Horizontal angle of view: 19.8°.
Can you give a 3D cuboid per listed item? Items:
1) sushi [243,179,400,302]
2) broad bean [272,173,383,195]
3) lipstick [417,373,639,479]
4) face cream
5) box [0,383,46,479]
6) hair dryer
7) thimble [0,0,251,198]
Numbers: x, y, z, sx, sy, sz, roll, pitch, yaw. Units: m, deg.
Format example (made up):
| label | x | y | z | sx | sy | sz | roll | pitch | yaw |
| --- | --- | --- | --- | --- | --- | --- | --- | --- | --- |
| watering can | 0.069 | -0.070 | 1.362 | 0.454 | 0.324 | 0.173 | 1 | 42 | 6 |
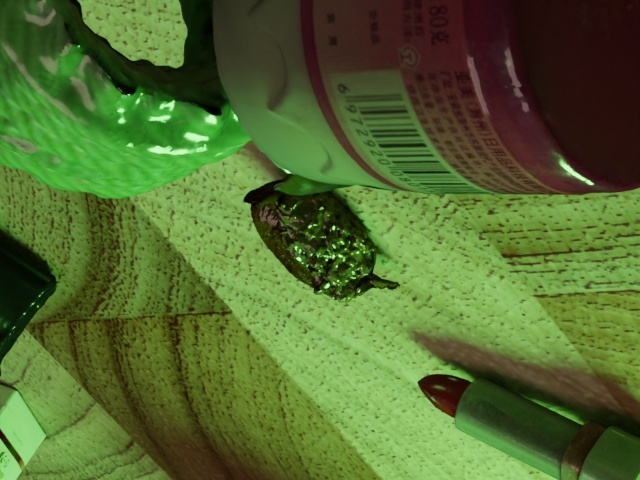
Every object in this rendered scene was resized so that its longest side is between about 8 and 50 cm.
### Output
| label | x | y | z | sx | sy | sz | roll | pitch | yaw |
| --- | --- | --- | --- | --- | --- | --- | --- | --- | --- |
| sushi | 0.000 | 0.000 | 1.260 | 0.120 | 0.052 | 0.055 | 51 | 163 | -23 |
| broad bean | 0.075 | -0.066 | 1.059 | 0.077 | 0.061 | 0.339 | 9 | 169 | -36 |
| lipstick | 0.150 | 0.135 | 1.304 | 0.186 | 0.057 | 0.063 | 26 | 151 | 28 |
| face cream | 0.070 | -0.109 | 0.887 | 0.195 | 0.175 | 0.175 | 3 | 138 | 43 |
| box | -0.346 | 0.231 | 1.862 | 0.040 | 0.154 | 0.084 | 10 | 144 | 31 |
| hair dryer | -0.371 | 0.040 | 1.681 | 0.244 | 0.116 | 0.302 | 35 | 163 | 1 |
| thimble | -0.106 | -0.140 | 1.003 | 0.219 | 0.219 | 0.150 | 43 | 149 | -14 |
